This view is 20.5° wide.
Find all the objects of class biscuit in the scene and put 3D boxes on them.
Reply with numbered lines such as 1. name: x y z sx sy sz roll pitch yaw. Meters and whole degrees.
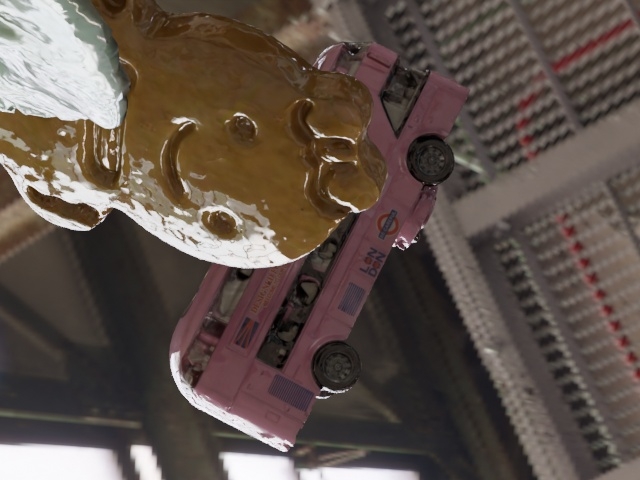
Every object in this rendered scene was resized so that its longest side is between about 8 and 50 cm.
1. biscuit: -0.071 -0.044 0.625 0.184 0.027 0.133 31 -43 -3

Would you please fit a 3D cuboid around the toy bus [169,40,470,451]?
1. toy bus: 0.000 0.000 0.876 0.090 0.063 0.203 28 -102 -3

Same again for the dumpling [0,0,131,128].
1. dumpling: -0.124 -0.061 0.366 0.108 0.219 0.153 -33 -88 -8
